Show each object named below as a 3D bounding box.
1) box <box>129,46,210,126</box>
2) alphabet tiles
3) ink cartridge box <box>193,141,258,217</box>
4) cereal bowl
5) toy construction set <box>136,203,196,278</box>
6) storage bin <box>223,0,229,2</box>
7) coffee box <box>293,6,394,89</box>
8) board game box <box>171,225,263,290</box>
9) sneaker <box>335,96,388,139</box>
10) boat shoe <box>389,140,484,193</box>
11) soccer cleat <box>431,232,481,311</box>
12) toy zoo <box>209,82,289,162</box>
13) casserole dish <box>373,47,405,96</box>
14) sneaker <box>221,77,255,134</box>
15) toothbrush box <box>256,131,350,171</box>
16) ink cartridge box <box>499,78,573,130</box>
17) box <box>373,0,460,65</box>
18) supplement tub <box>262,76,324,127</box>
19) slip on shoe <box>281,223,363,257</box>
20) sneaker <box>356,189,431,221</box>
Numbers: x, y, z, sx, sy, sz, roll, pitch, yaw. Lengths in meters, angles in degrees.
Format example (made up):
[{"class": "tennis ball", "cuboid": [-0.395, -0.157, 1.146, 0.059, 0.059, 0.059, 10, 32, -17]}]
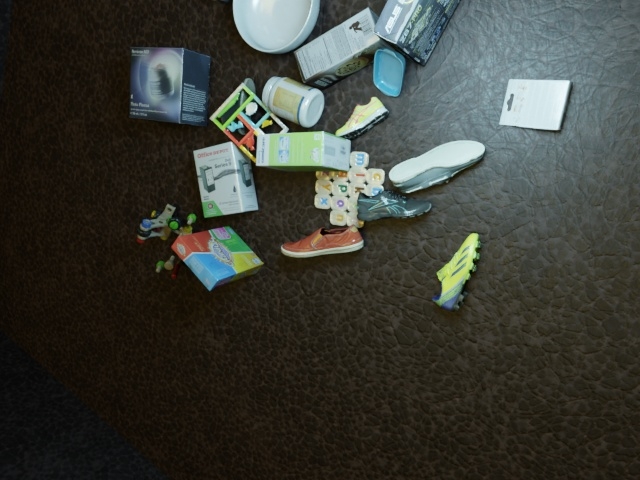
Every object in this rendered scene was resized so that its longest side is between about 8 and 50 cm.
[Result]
[{"class": "box", "cuboid": [-0.644, -0.651, 1.898, 0.297, 0.183, 0.293, 11, 102, 24]}, {"class": "alphabet tiles", "cuboid": [0.108, -0.194, 1.695, 0.278, 0.021, 0.283, 8, 102, 25]}, {"class": "ink cartridge box", "cuboid": [-0.399, -0.254, 1.877, 0.211, 0.122, 0.289, -7, 95, 27]}, {"class": "cereal bowl", "cuboid": [-0.145, -0.855, 1.636, 0.339, 0.141, 0.338, 5, 102, 26]}, {"class": "toy construction set", "cuboid": [-0.677, -0.018, 2.047, 0.258, 0.237, 0.308, 2, 120, -4]}, {"class": "storage bin", "cuboid": [-0.375, -1.003, 1.752, 0.098, 0.091, 0.135, 46, 116, 12]}, {"class": "coffee box", "cuboid": [0.081, -0.651, 1.546, 0.297, 0.168, 0.118, -19, 90, 28]}, {"class": "board game box", "cuboid": [-0.411, 0.064, 1.830, 0.242, 0.317, 0.064, 45, 115, 12]}, {"class": "sneaker", "cuboid": [0.139, -0.439, 1.611, 0.209, 0.081, 0.094, -27, 79, 21]}, {"class": "boat shoe", "cuboid": [0.399, -0.244, 1.519, 0.320, 0.116, 0.099, -17, 134, 21]}, {"class": "soccer cleat", "cuboid": [0.463, 0.105, 1.534, 0.121, 0.093, 0.289, 23, 108, 28]}, {"class": "toy zoo", "cuboid": [-0.262, -0.443, 1.762, 0.192, 0.030, 0.293, -44, 100, 8]}, {"class": "casserole dish", "cuboid": [0.235, -0.570, 1.505, 0.114, 0.188, 0.037, 34, 71, 19]}, {"class": "sneaker", "cuboid": [-0.342, -0.552, 1.820, 0.118, 0.083, 0.221, 19, 105, 26]}, {"class": "toothbrush box", "cuboid": [-0.061, -0.319, 1.634, 0.283, 0.206, 0.122, 4, 94, 31]}, {"class": "ink cartridge box", "cuboid": [0.663, -0.419, 1.382, 0.179, 0.045, 0.145, 20, 109, 41]}, {"class": "box", "cuboid": [0.337, -0.746, 1.319, 0.097, 0.318, 0.394, 35, 113, 16]}, {"class": "supplement tub", "cuboid": [-0.102, -0.521, 1.671, 0.200, 0.144, 0.144, 28, 110, 20]}, {"class": "slip on shoe", "cuboid": [0.000, 0.000, 1.724, 0.332, 0.123, 0.101, -8, 104, 21]}, {"class": "sneaker", "cuboid": [0.253, -0.128, 1.576, 0.268, 0.101, 0.106, -4, 97, 16]}]
